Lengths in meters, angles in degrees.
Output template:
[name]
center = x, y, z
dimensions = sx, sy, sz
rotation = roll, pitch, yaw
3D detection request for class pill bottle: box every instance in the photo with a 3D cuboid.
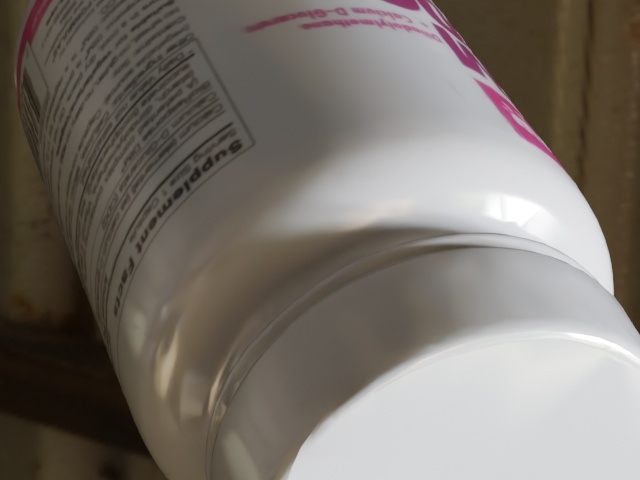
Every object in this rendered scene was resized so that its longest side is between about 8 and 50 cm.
[pill bottle]
center = 0.000, 0.000, 0.640
dimensions = 0.160, 0.160, 0.283
rotation = -67, -149, 27
